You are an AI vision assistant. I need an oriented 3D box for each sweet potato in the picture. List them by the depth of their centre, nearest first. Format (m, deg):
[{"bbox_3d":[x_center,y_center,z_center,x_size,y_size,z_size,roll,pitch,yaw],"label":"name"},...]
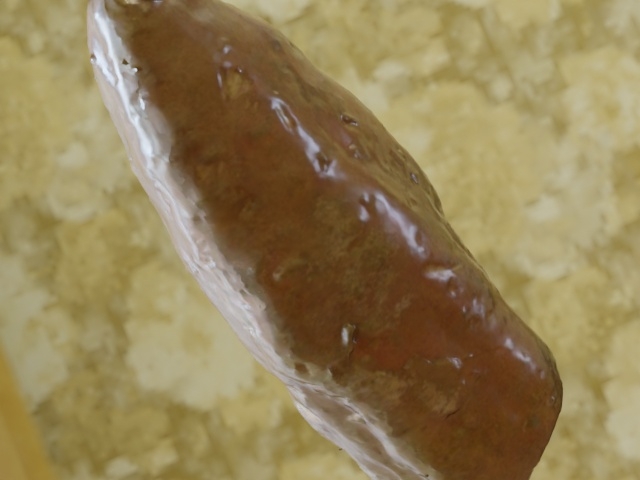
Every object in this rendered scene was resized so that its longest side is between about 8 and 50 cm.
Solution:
[{"bbox_3d":[0.000,0.000,0.671,0.097,0.251,0.097,-31,24,16],"label":"sweet potato"}]
